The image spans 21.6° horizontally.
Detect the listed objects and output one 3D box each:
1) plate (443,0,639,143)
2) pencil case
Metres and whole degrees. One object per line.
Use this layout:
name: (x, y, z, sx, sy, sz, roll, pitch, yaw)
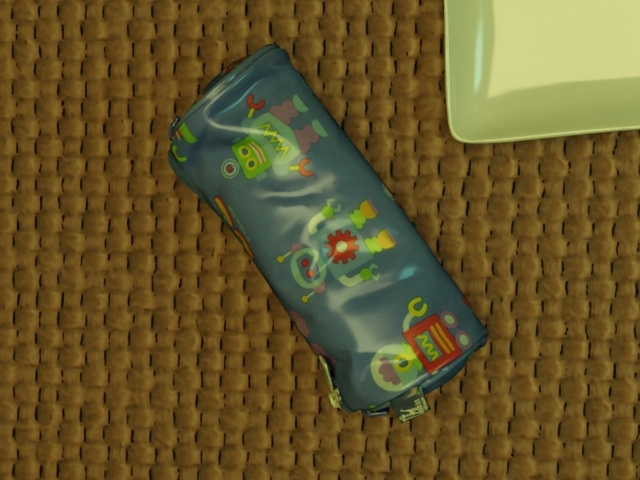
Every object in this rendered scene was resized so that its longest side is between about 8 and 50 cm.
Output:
plate: (0.230, -0.220, 1.288, 0.278, 0.045, 0.277, -3, 92, 10)
pencil case: (0.000, 0.000, 1.303, 0.133, 0.119, 0.306, -35, 87, -6)
